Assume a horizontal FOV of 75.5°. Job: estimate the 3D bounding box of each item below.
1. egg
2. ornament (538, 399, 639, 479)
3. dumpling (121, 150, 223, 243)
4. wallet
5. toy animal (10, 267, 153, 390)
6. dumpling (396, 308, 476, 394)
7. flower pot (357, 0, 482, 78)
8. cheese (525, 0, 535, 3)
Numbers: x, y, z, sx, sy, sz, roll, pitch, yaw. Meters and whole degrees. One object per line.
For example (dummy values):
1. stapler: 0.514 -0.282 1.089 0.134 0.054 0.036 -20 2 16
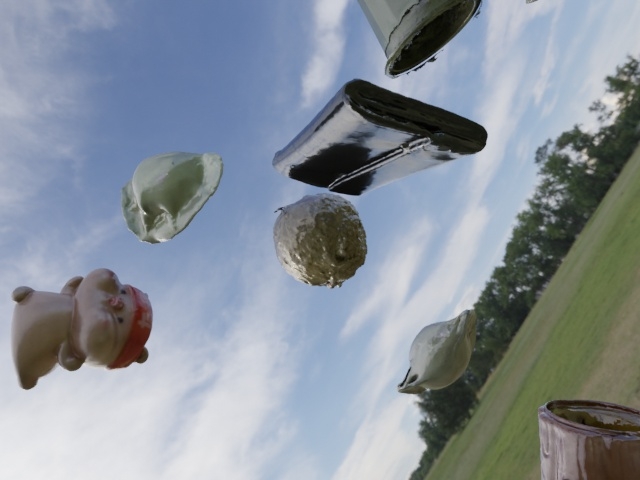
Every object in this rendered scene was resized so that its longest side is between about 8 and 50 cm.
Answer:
1. egg: 0.000 0.000 1.128 0.279 0.279 0.310 -57 3 -3
2. ornament: 0.436 0.375 0.634 0.221 0.235 0.217 56 -147 -84
3. dumpling: -0.300 -0.087 0.836 0.131 0.252 0.179 51 -150 -59
4. wallet: 0.066 -0.152 0.732 0.228 0.406 0.062 15 -97 -18
5. toy animal: -0.377 0.140 0.670 0.198 0.171 0.171 -6 -53 -23
6. dumpling: 0.417 0.389 1.399 0.260 0.181 0.341 35 -107 -44
7. flower pot: 0.219 -0.596 1.033 0.290 0.259 0.290 -32 -1 -1
8. cheese: 0.661 -0.659 0.953 0.034 0.400 0.085 -16 -74 -31
